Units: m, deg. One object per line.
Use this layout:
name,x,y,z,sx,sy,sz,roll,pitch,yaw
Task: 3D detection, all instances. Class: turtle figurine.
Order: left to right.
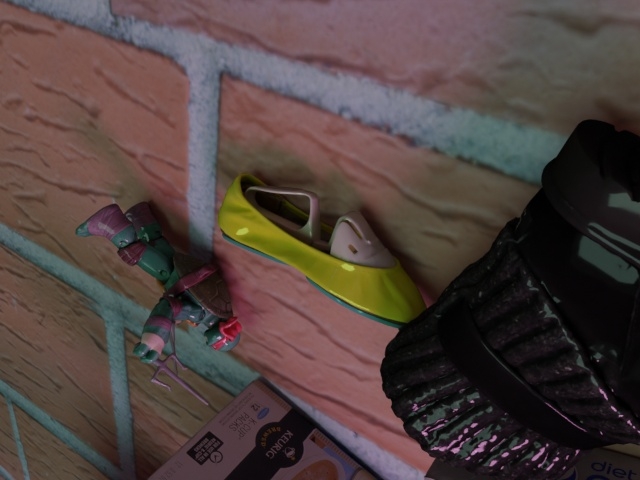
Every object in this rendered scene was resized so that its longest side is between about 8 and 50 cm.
turtle figurine,-0.165,0.064,0.674,0.234,0.118,0.175,54,173,3

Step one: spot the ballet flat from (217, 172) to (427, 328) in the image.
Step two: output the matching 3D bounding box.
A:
ballet flat,0.000,0.000,0.545,0.231,0.077,0.077,26,113,25

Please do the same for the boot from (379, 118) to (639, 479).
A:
boot,0.229,0.113,0.391,0.348,0.131,0.260,40,128,17

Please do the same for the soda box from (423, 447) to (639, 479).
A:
soda box,0.235,0.235,0.477,0.287,0.098,0.091,6,116,34

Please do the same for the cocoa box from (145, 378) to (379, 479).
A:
cocoa box,-0.115,0.376,0.642,0.228,0.347,0.231,36,129,16
